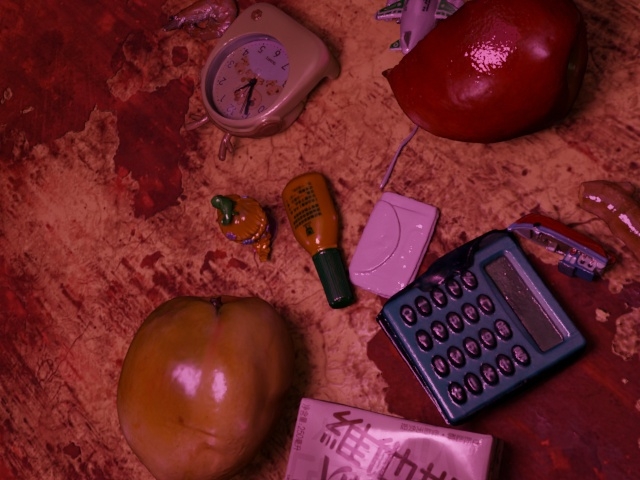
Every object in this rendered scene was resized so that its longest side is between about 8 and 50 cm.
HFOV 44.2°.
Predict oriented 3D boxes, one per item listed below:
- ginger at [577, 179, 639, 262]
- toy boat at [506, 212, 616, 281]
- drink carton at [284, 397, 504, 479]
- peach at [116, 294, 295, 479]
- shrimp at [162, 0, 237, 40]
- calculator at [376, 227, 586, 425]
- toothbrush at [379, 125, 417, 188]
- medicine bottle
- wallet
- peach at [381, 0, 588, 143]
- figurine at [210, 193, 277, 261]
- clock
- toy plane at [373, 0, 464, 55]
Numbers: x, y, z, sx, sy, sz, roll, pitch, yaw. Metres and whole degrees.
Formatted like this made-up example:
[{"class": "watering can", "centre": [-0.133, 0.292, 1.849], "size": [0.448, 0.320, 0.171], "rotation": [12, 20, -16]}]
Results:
[{"class": "ginger", "centre": [0.508, 0.012, 1.224], "size": [0.118, 0.065, 0.299], "rotation": [-33, 66, -7]}, {"class": "toy boat", "centre": [0.385, 0.010, 1.274], "size": [0.173, 0.069, 0.059], "rotation": [32, 80, 22]}, {"class": "drink carton", "centre": [0.108, 0.375, 1.251], "size": [0.324, 0.132, 0.194], "rotation": [7, 78, 23]}, {"class": "peach", "centre": [-0.193, 0.240, 1.319], "size": [0.281, 0.314, 0.316], "rotation": [15, 100, 5]}, {"class": "shrimp", "centre": [-0.260, -0.475, 1.710], "size": [0.180, 0.041, 0.099], "rotation": [-10, 86, 19]}, {"class": "calculator", "centre": [0.253, 0.134, 1.267], "size": [0.274, 0.058, 0.248], "rotation": [-29, 64, -4]}, {"class": "toothbrush", "centre": [0.150, -0.166, 1.456], "size": [0.017, 0.014, 0.162], "rotation": [25, 86, 12]}, {"class": "medicine bottle", "centre": [0.000, 0.000, 1.440], "size": [0.095, 0.064, 0.261], "rotation": [-28, 65, 22]}, {"class": "wallet", "centre": [0.128, 0.009, 1.404], "size": [0.124, 0.032, 0.183], "rotation": [20, 82, 24]}, {"class": "peach", "centre": [0.265, -0.302, 1.316], "size": [0.338, 0.281, 0.281], "rotation": [13, 80, 35]}, {"class": "figurine", "centre": [-0.140, -0.024, 1.454], "size": [0.094, 0.156, 0.115], "rotation": [-24, 65, 15]}, {"class": "clock", "centre": [-0.132, -0.305, 1.568], "size": [0.235, 0.096, 0.308], "rotation": [42, 93, 26]}, {"class": "toy plane", "centre": [0.185, -0.419, 1.475], "size": [0.174, 0.080, 0.174], "rotation": [-10, 60, 18]}]
